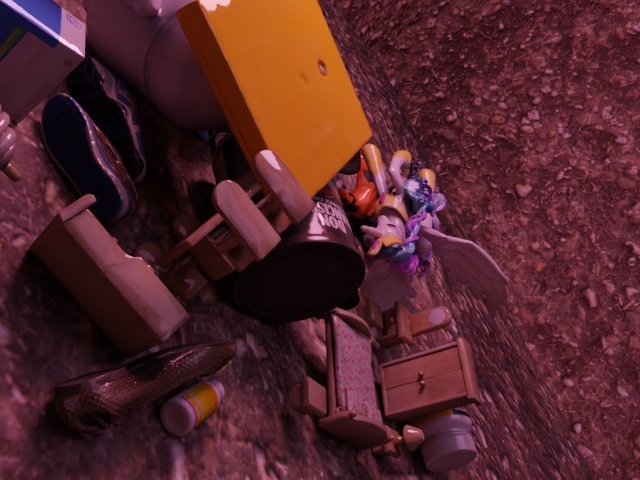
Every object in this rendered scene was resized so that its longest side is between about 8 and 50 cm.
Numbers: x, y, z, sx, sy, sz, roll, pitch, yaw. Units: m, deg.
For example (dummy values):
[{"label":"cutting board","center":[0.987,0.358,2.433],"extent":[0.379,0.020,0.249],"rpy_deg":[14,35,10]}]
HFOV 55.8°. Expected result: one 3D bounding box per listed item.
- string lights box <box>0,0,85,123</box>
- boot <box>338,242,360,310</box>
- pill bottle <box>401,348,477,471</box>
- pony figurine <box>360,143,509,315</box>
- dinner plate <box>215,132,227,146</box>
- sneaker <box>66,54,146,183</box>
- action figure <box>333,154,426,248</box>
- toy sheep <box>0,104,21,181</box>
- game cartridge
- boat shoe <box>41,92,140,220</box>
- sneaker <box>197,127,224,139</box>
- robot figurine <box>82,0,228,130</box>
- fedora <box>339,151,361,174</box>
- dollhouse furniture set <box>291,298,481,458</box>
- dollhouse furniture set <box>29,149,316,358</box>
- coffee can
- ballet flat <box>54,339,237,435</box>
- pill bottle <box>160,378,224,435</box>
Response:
[{"label":"string lights box","center":[-0.402,-0.251,0.644],"extent":[0.259,0.133,0.077],"rpy_deg":[34,31,-45]},{"label":"boot","center":[0.000,0.000,1.196],"extent":[0.247,0.094,0.207],"rpy_deg":[55,17,-21]},{"label":"pill bottle","center":[0.223,0.329,1.177],"extent":[0.119,0.119,0.209],"rpy_deg":[36,29,-42]},{"label":"pony figurine","center":[0.191,-0.002,1.265],"extent":[0.351,0.302,0.364],"rpy_deg":[50,31,-30]},{"label":"dinner plate","center":[-0.157,-0.148,1.178],"extent":[0.141,0.017,0.141],"rpy_deg":[45,23,-26]},{"label":"sneaker","center":[-0.283,-0.171,0.856],"extent":[0.081,0.080,0.211],"rpy_deg":[11,50,-59]},{"label":"action figure","center":[0.135,-0.114,1.551],"extent":[0.330,0.178,0.341],"rpy_deg":[54,46,-20]},{"label":"toy sheep","center":[-0.357,-0.112,0.617],"extent":[0.132,0.091,0.091],"rpy_deg":[48,22,-34]},{"label":"game cartridge","center":[-0.044,-0.222,0.870],"extent":[0.286,0.052,0.324],"rpy_deg":[65,33,-17]},{"label":"boat shoe","center":[-0.293,-0.102,0.774],"extent":[0.183,0.066,0.066],"rpy_deg":[61,12,8]},{"label":"sneaker","center":[-0.192,-0.252,1.168],"extent":[0.067,0.078,0.188],"rpy_deg":[49,22,-19]},{"label":"robot figurine","center":[-0.219,-0.303,0.936],"extent":[0.353,0.200,0.300],"rpy_deg":[41,1,27]},{"label":"fedora","center":[-0.059,-0.237,1.324],"extent":[0.334,0.152,0.334],"rpy_deg":[39,31,-28]},{"label":"dollhouse furniture set","center":[0.116,0.172,1.010],"extent":[0.355,0.173,0.304],"rpy_deg":[43,34,-44]},{"label":"dollhouse furniture set","center":[-0.173,-0.011,0.703],"extent":[0.161,0.212,0.242],"rpy_deg":[52,47,-10]},{"label":"coffee can","center":[-0.061,-0.037,0.978],"extent":[0.201,0.201,0.276],"rpy_deg":[33,31,-45]},{"label":"ballet flat","center":[-0.174,0.151,0.653],"extent":[0.249,0.084,0.058],"rpy_deg":[-6,83,-64]},{"label":"pill bottle","center":[-0.144,0.188,0.697],"extent":[0.043,0.043,0.083],"rpy_deg":[58,22,5]}]
